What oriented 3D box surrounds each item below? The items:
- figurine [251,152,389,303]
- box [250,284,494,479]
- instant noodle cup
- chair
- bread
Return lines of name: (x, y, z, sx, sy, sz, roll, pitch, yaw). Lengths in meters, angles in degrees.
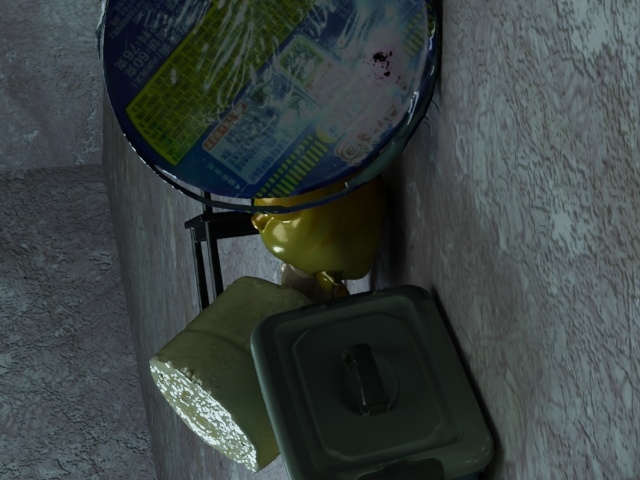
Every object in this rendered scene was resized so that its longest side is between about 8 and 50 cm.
figurine: (0.000, 0.000, 1.638, 0.246, 0.131, 0.156, 94, 155, -53)
box: (0.041, 0.147, 1.444, 0.227, 0.162, 0.130, -110, 9, -49)
instant noodle cup: (-0.056, -0.208, 1.542, 0.312, 0.284, 0.284, -105, 14, -67)
chair: (-0.066, -0.017, 1.870, 0.141, 0.154, 0.260, 164, 99, -77)
bread: (-0.062, 0.116, 1.624, 0.148, 0.141, 0.134, 28, 150, 39)
